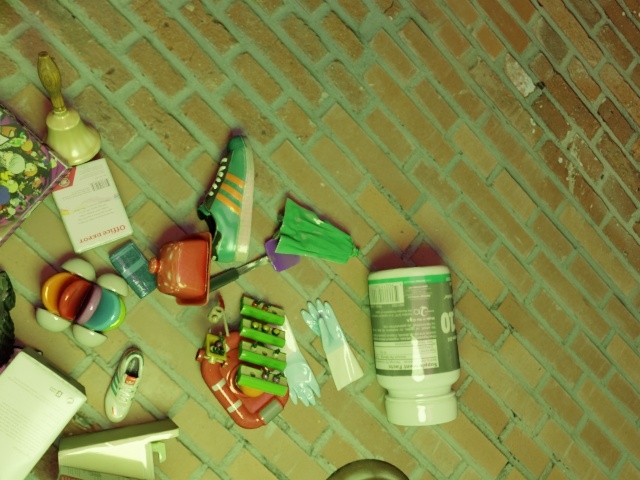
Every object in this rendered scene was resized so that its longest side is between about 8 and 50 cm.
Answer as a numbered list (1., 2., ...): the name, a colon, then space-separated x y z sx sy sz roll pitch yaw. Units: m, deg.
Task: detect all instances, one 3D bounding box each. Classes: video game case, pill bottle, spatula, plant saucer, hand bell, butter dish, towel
1. video game case: -0.662 -0.135 1.325 0.210 0.042 0.232 43 90 -6
2. pill bottle: 0.228 0.246 1.577 0.204 0.204 0.362 -3 86 -21
3. spatula: -0.173 0.067 1.537 0.296 0.030 0.084 -25 93 -21
4. plant saucer: 0.117 0.690 1.572 0.310 0.050 0.311 2 84 -20
5. hand bell: -0.526 -0.275 1.313 0.126 0.242 0.126 3 56 -5
6. butter dish: -0.312 0.059 1.407 0.118 0.159 0.160 8 81 -37
7. towel: -0.407 0.066 1.445 0.067 0.029 0.119 -41 100 -33

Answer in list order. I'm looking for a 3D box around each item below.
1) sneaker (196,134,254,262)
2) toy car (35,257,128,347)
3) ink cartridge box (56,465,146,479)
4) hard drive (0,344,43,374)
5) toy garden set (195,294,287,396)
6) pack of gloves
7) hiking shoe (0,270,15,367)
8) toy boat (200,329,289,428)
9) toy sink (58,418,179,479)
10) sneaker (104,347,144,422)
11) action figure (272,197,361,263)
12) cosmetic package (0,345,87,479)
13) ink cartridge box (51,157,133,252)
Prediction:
1. sneaker: -0.220 -0.101 1.498 0.120 0.108 0.303 4 77 -15
2. toy car: -0.490 0.128 1.355 0.181 0.136 0.159 28 75 -16
3. ink cartridge box: -0.373 0.486 1.187 0.217 0.158 0.092 16 78 -18
4. hard drive: -0.749 0.302 1.280 0.338 0.064 0.237 16 79 -19
5. toy garden set: -0.162 0.203 1.424 0.203 0.049 0.244 21 35 -21
6. pack of gloves: -0.016 0.270 1.568 0.195 0.046 0.232 -28 94 -22
7. hiking shoe: -0.668 0.165 1.285 0.114 0.086 0.227 -9 49 -10
8. toy boat: -0.161 0.309 1.452 0.151 0.151 0.231 -38 98 -20
9. toy sink: -0.409 0.461 1.343 0.234 0.152 0.131 -5 86 -22
10. sneaker: -0.418 0.310 1.395 0.057 0.075 0.162 21 77 -17
11. action figure: 0.000 0.000 1.593 0.232 0.063 0.137 20 76 -24
12. cosmetic package: -0.602 0.388 1.190 0.155 0.197 0.366 41 71 -13
13. ink cartridge box: -0.496 -0.072 1.408 0.127 0.072 0.175 -21 92 -21
